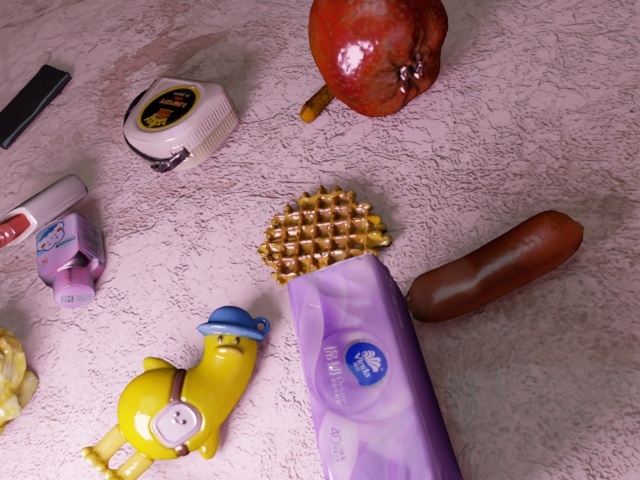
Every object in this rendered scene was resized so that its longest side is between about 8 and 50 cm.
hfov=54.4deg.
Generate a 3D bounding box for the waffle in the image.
[{"bbox_3d":[0.000,0.000,1.162,0.229,0.051,0.231,-41,53,-6],"label":"waffle"}]

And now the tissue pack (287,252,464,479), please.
[{"bbox_3d":[0.082,0.225,0.868,0.160,0.242,0.338,-21,55,9],"label":"tissue pack"}]

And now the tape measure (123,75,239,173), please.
[{"bbox_3d":[-0.343,-0.258,1.421,0.271,0.133,0.231,20,61,33],"label":"tape measure"}]

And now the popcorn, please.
[{"bbox_3d":[-0.661,0.273,1.144,0.195,0.255,0.256,17,74,32],"label":"popcorn"}]

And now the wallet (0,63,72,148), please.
[{"bbox_3d":[-0.835,-0.381,1.761,0.146,0.030,0.285,28,74,30],"label":"wallet"}]

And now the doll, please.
[{"bbox_3d":[-0.218,0.261,1.049,0.199,0.145,0.363,45,72,5],"label":"doll"}]

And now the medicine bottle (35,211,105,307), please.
[{"bbox_3d":[-0.529,0.046,1.323,0.119,0.094,0.188,-28,53,7],"label":"medicine bottle"}]

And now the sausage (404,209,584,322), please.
[{"bbox_3d":[0.278,0.048,0.998,0.300,0.083,0.089,-28,59,7],"label":"sausage"}]

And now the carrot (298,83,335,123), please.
[{"bbox_3d":[0.019,-0.323,1.365,0.170,0.042,0.042,-45,54,-11],"label":"carrot"}]

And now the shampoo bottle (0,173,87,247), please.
[{"bbox_3d":[-0.639,-0.044,1.343,0.153,0.071,0.284,-24,17,32],"label":"shampoo bottle"}]

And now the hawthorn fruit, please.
[{"bbox_3d":[0.086,-0.417,1.237,0.287,0.287,0.330,-37,60,-3],"label":"hawthorn fruit"}]
